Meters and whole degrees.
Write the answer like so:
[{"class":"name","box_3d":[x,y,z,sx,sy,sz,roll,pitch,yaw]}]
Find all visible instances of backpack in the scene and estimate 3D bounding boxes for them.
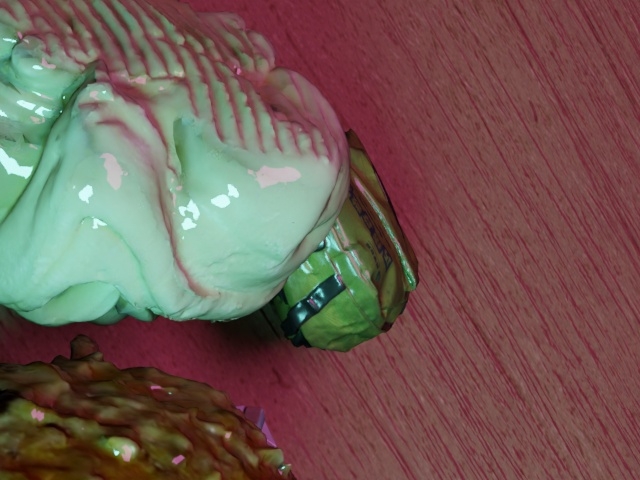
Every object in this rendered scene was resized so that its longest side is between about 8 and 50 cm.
[{"class":"backpack","box_3d":[0.000,0.000,1.667,0.207,0.140,0.253,63,9,-8]}]

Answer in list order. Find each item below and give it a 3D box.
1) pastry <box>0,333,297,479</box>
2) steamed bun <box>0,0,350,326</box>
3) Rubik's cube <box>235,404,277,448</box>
[{"class":"pastry","box_3d":[-0.187,0.236,1.277,0.337,0.292,0.405,25,27,-10]},{"class":"steamed bun","box_3d":[-0.169,-0.053,1.440,0.352,0.247,0.339,2,33,-43]},{"class":"Rubik's cube","box_3d":[-0.075,0.185,1.595,0.073,0.075,0.084,-6,80,-49]}]
